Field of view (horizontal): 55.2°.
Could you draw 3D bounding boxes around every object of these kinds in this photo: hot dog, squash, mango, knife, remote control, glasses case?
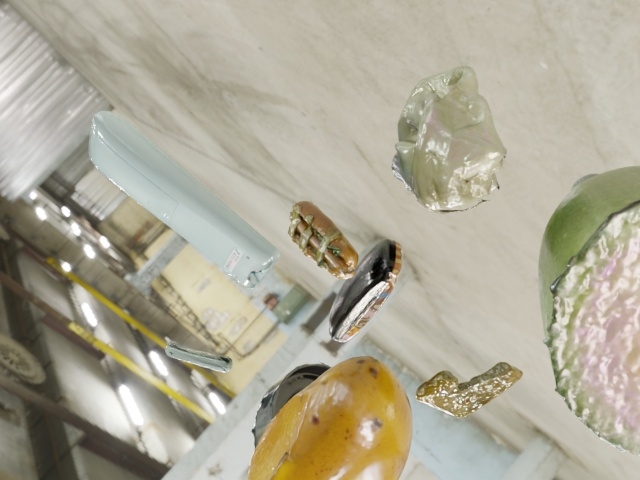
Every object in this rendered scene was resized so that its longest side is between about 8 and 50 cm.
[{"bbox_3d":[0.000,0.000,1.368,0.072,0.109,0.269,-5,-148,-31],"label":"hot dog"},{"bbox_3d":[0.391,0.054,0.757,0.310,0.310,0.309,43,-167,-7],"label":"squash"},{"bbox_3d":[0.026,0.279,0.835,0.191,0.290,0.160,20,-154,-19],"label":"mango"},{"bbox_3d":[-0.253,0.239,1.264,0.162,0.023,0.044,10,135,23],"label":"knife"},{"bbox_3d":[-0.186,-0.046,0.796,0.293,0.051,0.103,38,144,0],"label":"remote control"},{"bbox_3d":[0.101,0.122,1.431,0.082,0.122,0.321,22,134,-11],"label":"glasses case"}]

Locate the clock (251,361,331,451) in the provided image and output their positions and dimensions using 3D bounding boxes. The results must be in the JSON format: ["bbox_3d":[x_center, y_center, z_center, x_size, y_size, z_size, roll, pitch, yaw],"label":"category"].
[{"bbox_3d":[0.011,0.375,1.100,0.312,0.061,0.313,34,-143,-30],"label":"clock"}]

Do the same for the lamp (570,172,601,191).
[{"bbox_3d":[0.641,-0.105,1.438,0.105,0.105,0.105,41,173,6],"label":"lamp"}]

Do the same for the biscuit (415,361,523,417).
[{"bbox_3d":[0.297,0.292,1.234,0.183,0.174,0.039,27,-149,-37],"label":"biscuit"}]

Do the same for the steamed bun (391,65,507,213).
[{"bbox_3d":[0.244,-0.197,1.288,0.268,0.207,0.280,78,174,-79],"label":"steamed bun"}]
